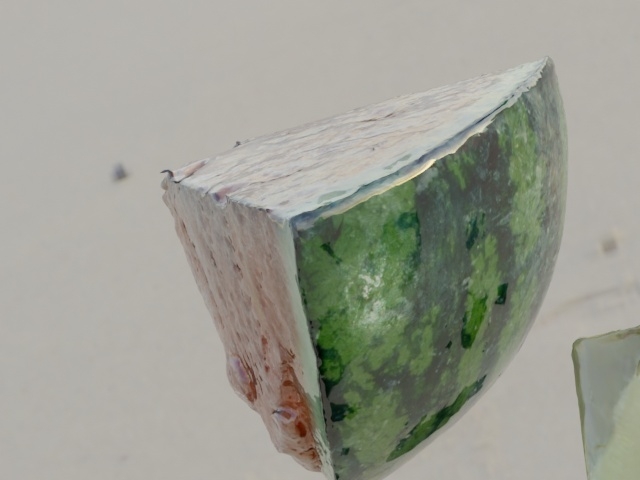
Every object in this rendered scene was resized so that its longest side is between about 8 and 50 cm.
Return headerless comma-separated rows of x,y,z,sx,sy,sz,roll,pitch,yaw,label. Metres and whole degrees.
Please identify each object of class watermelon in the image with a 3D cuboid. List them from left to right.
0.043,0.005,1.265,0.250,0.283,0.292,-9,37,-19,watermelon

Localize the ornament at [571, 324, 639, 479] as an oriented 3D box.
0.210,0.109,1.053,0.180,0.201,0.059,35,14,31,ornament
